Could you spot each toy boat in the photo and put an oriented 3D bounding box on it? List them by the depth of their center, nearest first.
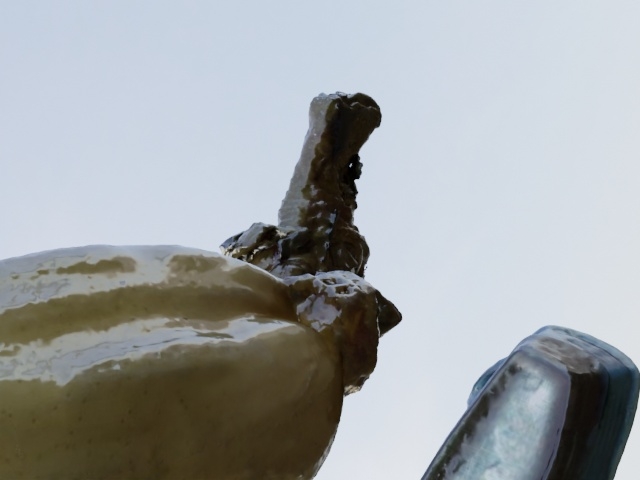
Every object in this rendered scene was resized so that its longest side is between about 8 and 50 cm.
[{"bbox_3d":[0.058,0.092,0.603,0.061,0.060,0.137,19,-84,-57],"label":"toy boat"}]

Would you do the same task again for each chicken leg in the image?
[{"bbox_3d":[-0.006,0.001,1.246,0.125,0.080,0.196,-8,-89,-37],"label":"chicken leg"}]

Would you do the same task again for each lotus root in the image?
[{"bbox_3d":[-0.057,0.038,0.367,0.150,0.073,0.062,-12,-43,-21],"label":"lotus root"}]
